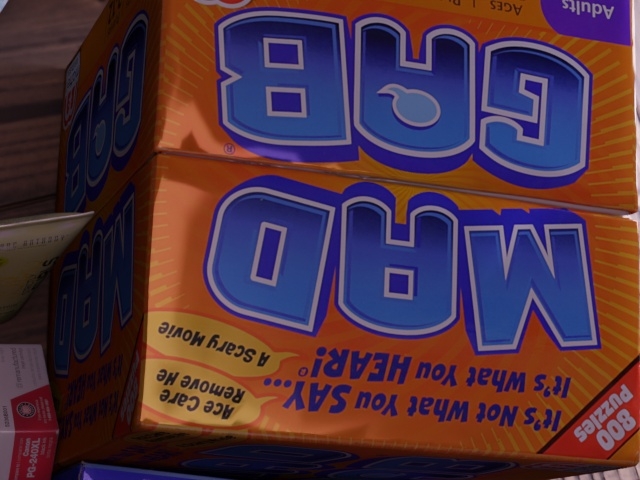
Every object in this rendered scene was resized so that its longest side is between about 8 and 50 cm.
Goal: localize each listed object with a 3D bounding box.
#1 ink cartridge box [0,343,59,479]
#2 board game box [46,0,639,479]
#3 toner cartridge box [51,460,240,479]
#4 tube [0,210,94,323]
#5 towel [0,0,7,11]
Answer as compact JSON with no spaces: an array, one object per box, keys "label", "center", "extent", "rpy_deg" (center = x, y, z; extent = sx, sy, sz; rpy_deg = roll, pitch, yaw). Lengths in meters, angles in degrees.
[{"label":"ink cartridge box","center":[-0.286,0.135,1.221],"extent":[0.150,0.063,0.109],"rpy_deg":[2,35,-20]},{"label":"board game box","center":[0.000,0.000,1.225],"extent":[0.357,0.356,0.356],"rpy_deg":[6,76,-19]},{"label":"toner cartridge box","center":[-0.042,0.238,1.262],"extent":[0.348,0.165,0.075],"rpy_deg":[10,75,-19]},{"label":"tube","center":[-0.237,0.015,1.197],"extent":[0.062,0.240,0.070],"rpy_deg":[39,67,-6]},{"label":"towel","center":[-0.422,-0.286,1.283],"extent":[0.374,0.090,0.320],"rpy_deg":[32,72,-11]}]
